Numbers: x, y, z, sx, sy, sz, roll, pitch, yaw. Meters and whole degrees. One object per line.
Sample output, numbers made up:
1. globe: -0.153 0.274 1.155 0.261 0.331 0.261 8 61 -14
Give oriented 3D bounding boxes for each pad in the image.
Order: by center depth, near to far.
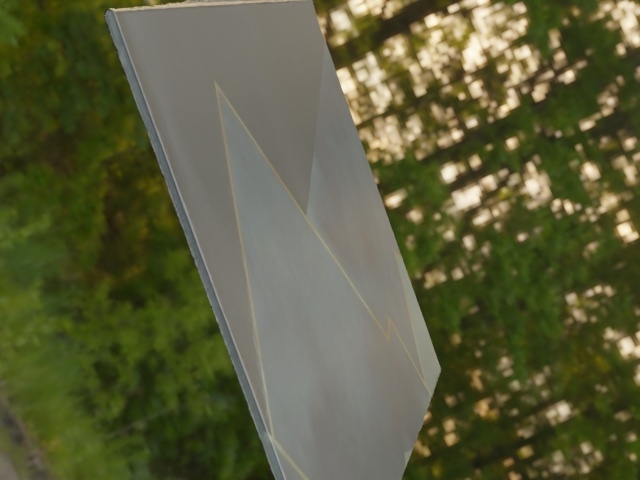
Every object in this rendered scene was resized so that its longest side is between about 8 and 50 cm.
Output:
1. pad: 0.000 0.000 0.431 0.243 0.004 0.164 -46 117 -75
